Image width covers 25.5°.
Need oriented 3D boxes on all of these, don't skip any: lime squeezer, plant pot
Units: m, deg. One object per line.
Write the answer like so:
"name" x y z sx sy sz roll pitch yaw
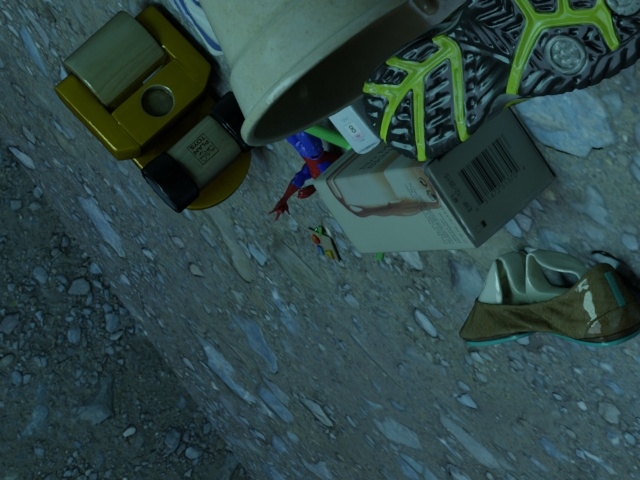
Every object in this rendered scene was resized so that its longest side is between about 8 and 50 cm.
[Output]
"lime squeezer" 0.058 -0.087 2.009 0.310 0.110 0.059 53 -166 -35
"plant pot" -0.017 -0.313 1.428 0.305 0.334 0.334 57 160 6

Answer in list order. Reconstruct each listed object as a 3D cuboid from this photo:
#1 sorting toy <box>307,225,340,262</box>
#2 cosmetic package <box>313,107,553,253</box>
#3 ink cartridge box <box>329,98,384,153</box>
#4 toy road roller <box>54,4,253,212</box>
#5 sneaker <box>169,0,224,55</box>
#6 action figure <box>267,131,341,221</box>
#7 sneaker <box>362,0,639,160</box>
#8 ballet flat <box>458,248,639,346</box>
"sorting toy" 0.000 0.000 2.390 0.062 0.012 0.083 28 152 42
"cosmetic package" 0.136 -0.076 1.807 0.129 0.153 0.296 55 157 -14
"ink cartridge box" 0.039 -0.244 1.640 0.232 0.189 0.066 49 145 -6
"toy road roller" -0.258 -0.194 2.300 0.329 0.202 0.240 47 170 0
"sneaker" -0.187 -0.370 1.876 0.296 0.112 0.131 60 156 22
"action figure" -0.043 -0.117 2.061 0.091 0.139 0.280 21 161 41
"sneaker" 0.200 -0.209 1.352 0.385 0.147 0.145 -21 107 46
"ballet flat" 0.286 0.073 1.860 0.342 0.116 0.124 -7 103 64
